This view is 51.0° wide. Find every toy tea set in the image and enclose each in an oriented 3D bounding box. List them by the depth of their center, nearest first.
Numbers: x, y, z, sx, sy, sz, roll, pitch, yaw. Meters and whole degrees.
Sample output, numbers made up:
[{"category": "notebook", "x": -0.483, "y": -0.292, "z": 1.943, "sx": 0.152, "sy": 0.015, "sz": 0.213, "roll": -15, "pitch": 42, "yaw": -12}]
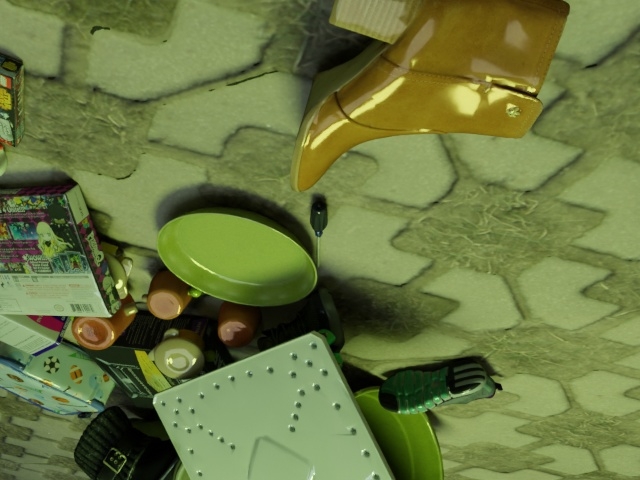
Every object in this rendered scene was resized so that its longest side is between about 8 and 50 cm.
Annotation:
[{"category": "toy tea set", "x": -0.264, "y": 0.117, "z": 1.146, "sx": 0.336, "sy": 0.124, "sz": 0.200, "roll": 22, "pitch": 115, "yaw": -8}]

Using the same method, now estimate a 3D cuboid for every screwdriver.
[{"category": "screwdriver", "x": 0.000, "y": 0.000, "z": 0.939, "sx": 0.025, "sy": 0.024, "sz": 0.170, "roll": 33, "pitch": 154, "yaw": 23}]

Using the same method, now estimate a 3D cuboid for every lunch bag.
[{"category": "lunch bag", "x": -0.621, "y": 0.297, "z": 1.490, "sx": 0.243, "sy": 0.115, "sz": 0.303, "roll": -13, "pitch": 137, "yaw": 36}]

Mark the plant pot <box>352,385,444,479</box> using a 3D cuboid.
[{"category": "plant pot", "x": 0.000, "y": 0.487, "z": 1.386, "sx": 0.366, "sy": 0.366, "sz": 0.353, "roll": 36, "pitch": 149, "yaw": -30}]

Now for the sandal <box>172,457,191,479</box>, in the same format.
[{"category": "sandal", "x": -0.209, "y": 0.437, "z": 1.362, "sx": 0.120, "sy": 0.086, "sz": 0.302, "roll": -2, "pitch": 128, "yaw": -47}]

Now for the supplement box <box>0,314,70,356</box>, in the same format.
[{"category": "supplement box", "x": -0.558, "y": 0.101, "z": 1.184, "sx": 0.220, "sy": 0.111, "sz": 0.114, "roll": 35, "pitch": 140, "yaw": -29}]

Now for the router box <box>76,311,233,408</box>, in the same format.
[{"category": "router box", "x": -0.303, "y": 0.252, "z": 1.345, "sx": 0.243, "sy": 0.081, "sz": 0.309, "roll": 4, "pitch": 145, "yaw": 12}]

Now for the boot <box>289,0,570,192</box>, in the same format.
[{"category": "boot", "x": 0.092, "y": -0.125, "z": 0.656, "sx": 0.211, "sy": 0.104, "sz": 0.295, "roll": 16, "pitch": 142, "yaw": -4}]

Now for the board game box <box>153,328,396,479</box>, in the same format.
[{"category": "board game box", "x": -0.054, "y": 0.369, "z": 1.087, "sx": 0.390, "sy": 0.050, "sz": 0.390, "roll": -26, "pitch": 90, "yaw": 33}]

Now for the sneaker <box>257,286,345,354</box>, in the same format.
[{"category": "sneaker", "x": -0.033, "y": 0.156, "z": 1.088, "sx": 0.130, "sy": 0.087, "sz": 0.227, "roll": -12, "pitch": 152, "yaw": -13}]

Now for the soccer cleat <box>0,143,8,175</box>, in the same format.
[{"category": "soccer cleat", "x": -0.512, "y": -0.133, "z": 0.876, "sx": 0.196, "sy": 0.068, "sz": 0.076, "roll": 30, "pitch": 145, "yaw": -28}]

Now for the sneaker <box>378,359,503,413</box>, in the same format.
[{"category": "sneaker", "x": 0.215, "y": 0.282, "z": 1.224, "sx": 0.224, "sy": 0.083, "sz": 0.098, "roll": -20, "pitch": 139, "yaw": 37}]

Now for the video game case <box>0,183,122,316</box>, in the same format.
[{"category": "video game case", "x": -0.437, "y": 0.020, "z": 1.021, "sx": 0.232, "sy": 0.042, "sz": 0.210, "roll": -1, "pitch": 119, "yaw": 20}]

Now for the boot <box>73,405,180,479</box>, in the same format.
[{"category": "boot", "x": -0.381, "y": 0.450, "z": 1.501, "sx": 0.260, "sy": 0.348, "sz": 0.131, "roll": 43, "pitch": -179, "yaw": 28}]

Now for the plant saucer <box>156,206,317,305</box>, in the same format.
[{"category": "plant saucer", "x": -0.120, "y": 0.021, "z": 0.993, "sx": 0.241, "sy": 0.037, "sz": 0.241, "roll": 8, "pitch": 145, "yaw": 6}]

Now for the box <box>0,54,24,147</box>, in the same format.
[{"category": "box", "x": -0.408, "y": -0.177, "z": 0.809, "sx": 0.094, "sy": 0.027, "sz": 0.137, "roll": 22, "pitch": 145, "yaw": -11}]

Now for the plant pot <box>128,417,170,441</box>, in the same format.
[{"category": "plant pot", "x": -0.368, "y": 0.549, "z": 1.665, "sx": 0.254, "sy": 0.276, "sz": 0.276, "roll": -24, "pitch": 133, "yaw": 26}]
